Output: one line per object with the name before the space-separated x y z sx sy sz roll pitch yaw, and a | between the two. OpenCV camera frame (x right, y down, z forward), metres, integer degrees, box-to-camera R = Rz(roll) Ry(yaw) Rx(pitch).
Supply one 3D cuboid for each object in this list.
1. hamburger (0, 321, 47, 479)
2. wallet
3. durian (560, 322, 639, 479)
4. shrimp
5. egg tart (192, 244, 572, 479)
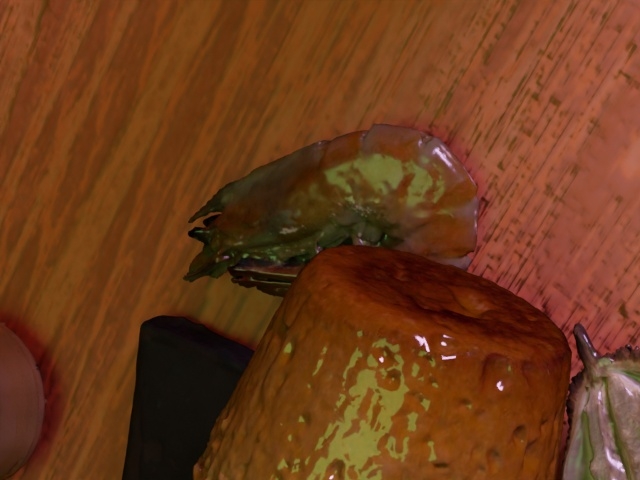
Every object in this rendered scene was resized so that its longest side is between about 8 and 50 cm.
hamburger | -0.262 0.122 1.009 0.126 0.081 0.141 36 103 21
wallet | -0.077 0.216 0.924 0.165 0.042 0.310 20 107 31
durian | 0.172 0.107 0.725 0.110 0.071 0.140 -30 70 31
shrimp | -0.001 0.001 0.836 0.217 0.051 0.115 -16 91 32
egg tart | 0.047 0.096 0.732 0.202 0.202 0.147 28 107 27
